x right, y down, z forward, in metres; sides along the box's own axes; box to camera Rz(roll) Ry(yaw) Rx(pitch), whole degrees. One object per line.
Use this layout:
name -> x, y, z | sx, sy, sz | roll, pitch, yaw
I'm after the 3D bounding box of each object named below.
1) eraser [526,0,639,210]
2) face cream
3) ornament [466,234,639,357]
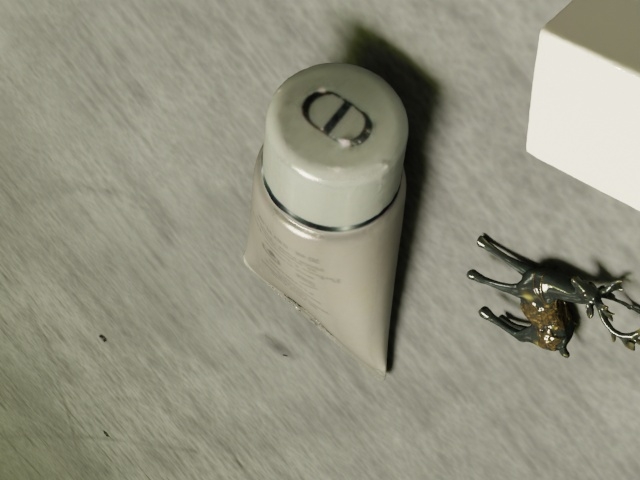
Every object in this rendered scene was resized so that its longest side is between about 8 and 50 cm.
eraser -> 0.229, -0.017, 0.529 | 0.298, 0.078, 0.076 | 31, 147, 27
face cream -> 0.000, 0.000, 0.855 | 0.143, 0.089, 0.314 | 39, 157, 14
ornament -> 0.142, 0.042, 0.768 | 0.125, 0.028, 0.073 | 16, 138, 45
